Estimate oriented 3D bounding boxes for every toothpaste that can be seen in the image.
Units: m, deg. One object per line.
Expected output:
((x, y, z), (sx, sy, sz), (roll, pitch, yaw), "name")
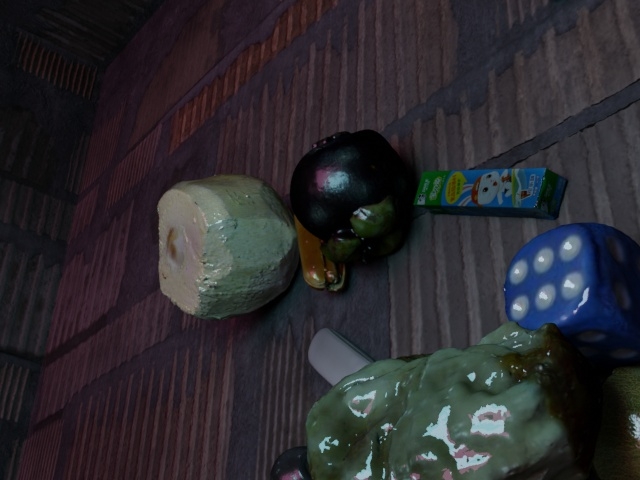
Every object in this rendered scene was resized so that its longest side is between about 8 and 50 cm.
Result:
((0.253, -0.073, 1.213), (0.267, 0.050, 0.065), (6, 78, 57), "toothpaste")

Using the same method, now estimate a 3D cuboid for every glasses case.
((0.037, 0.212, 1.345), (0.193, 0.049, 0.074), (31, 96, 58), "glasses case")

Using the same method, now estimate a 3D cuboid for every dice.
((0.318, 0.069, 0.949), (0.143, 0.146, 0.146), (-32, 42, 45), "dice")

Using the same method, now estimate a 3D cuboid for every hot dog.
((0.000, 0.000, 1.492), (0.062, 0.092, 0.235), (115, 152, -42), "hot dog")

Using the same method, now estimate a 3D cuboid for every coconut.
((-0.181, 0.005, 1.592), (0.297, 0.255, 0.297), (3, 94, 51), "coconut")

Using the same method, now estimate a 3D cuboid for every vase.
((-0.040, 0.417, 1.284), (0.120, 0.120, 0.183), (-103, 32, -43), "vase")

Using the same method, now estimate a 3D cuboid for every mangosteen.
((0.055, -0.074, 1.370), (0.243, 0.243, 0.242), (-33, 46, 41), "mangosteen")

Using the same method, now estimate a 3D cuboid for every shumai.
((0.165, 0.194, 0.877), (0.263, 0.304, 0.309), (-61, 3, 39), "shumai")

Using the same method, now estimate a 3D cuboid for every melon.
((0.360, 0.209, 0.858), (0.128, 0.079, 0.160), (-12, 61, 53), "melon")
